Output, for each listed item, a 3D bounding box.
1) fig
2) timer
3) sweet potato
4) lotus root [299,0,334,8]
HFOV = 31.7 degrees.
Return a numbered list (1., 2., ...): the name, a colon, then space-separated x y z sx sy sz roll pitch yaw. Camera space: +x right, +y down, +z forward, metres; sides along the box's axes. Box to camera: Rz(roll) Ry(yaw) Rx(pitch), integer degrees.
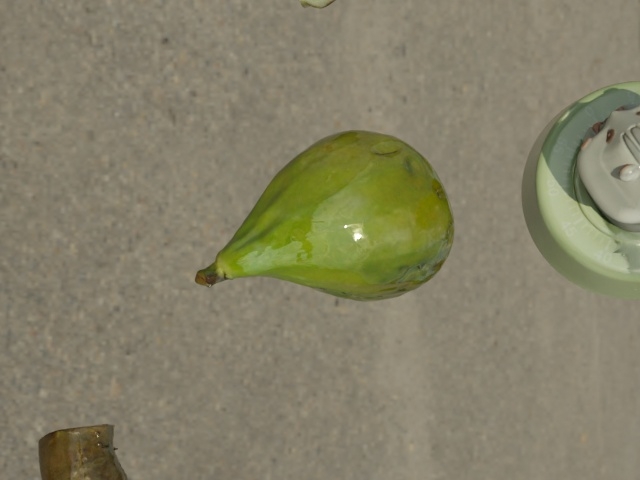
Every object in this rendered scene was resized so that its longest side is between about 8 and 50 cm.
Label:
1. fig: 0.030 -0.001 1.385 0.314 0.233 0.233 -47 134 -39
2. timer: 0.392 -0.081 1.383 0.315 0.291 0.290 31 64 -78
3. sweet potato: -0.218 0.305 1.075 0.085 0.112 0.285 -28 127 -58
4. lotus root: -0.028 -0.421 1.489 0.235 0.138 0.119 49 15 -26
